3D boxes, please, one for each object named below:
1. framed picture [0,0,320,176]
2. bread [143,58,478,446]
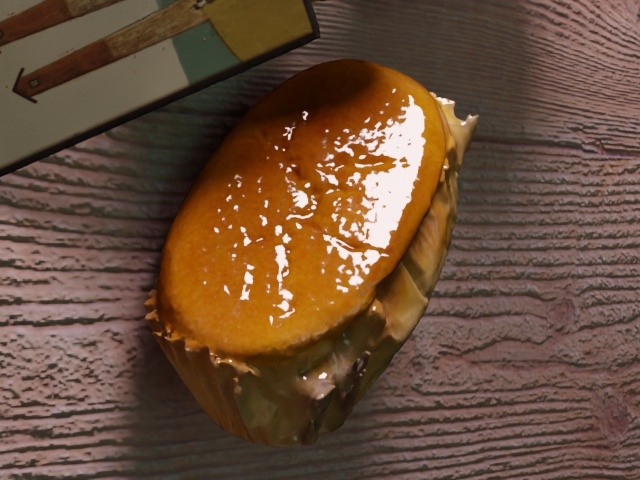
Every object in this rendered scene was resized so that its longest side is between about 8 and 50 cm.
[{"bbox_3d":[-0.179,-0.214,1.299,0.324,0.013,0.244,-25,118,-10],"label":"framed picture"},{"bbox_3d":[-0.012,-0.001,1.488,0.389,0.236,0.183,-64,150,-33],"label":"bread"}]
